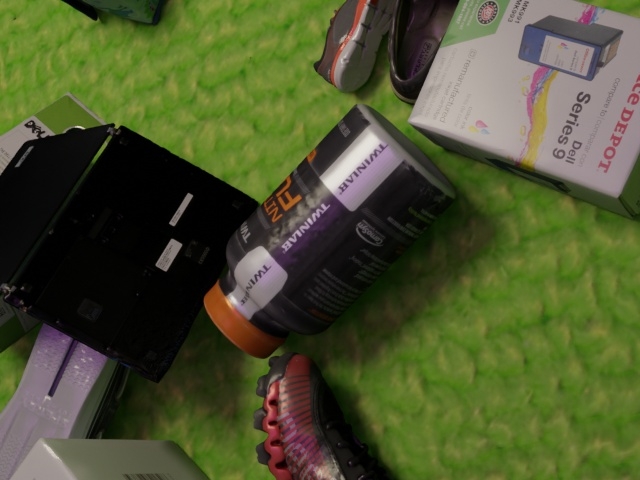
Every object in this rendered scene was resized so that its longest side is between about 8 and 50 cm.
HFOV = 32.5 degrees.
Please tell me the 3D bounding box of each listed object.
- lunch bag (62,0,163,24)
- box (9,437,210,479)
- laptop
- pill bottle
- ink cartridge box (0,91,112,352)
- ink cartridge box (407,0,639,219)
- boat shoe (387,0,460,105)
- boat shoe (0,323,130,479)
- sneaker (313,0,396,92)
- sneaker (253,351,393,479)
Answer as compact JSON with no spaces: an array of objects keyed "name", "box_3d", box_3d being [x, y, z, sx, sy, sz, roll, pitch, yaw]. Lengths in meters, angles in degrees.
[{"name":"lunch bag","box_3d":[-0.264,-0.309,1.235,0.151,0.129,0.096,21,89,28]},{"name":"box","box_3d":[-0.247,0.372,1.041,0.168,0.215,0.345,41,100,27]},{"name":"laptop","box_3d":[-0.240,0.010,1.131,0.264,0.136,0.234,29,58,-4]},{"name":"pill bottle","box_3d":[0.000,0.000,1.039,0.246,0.130,0.130,-46,64,11]},{"name":"ink cartridge box","box_3d":[-0.323,-0.026,1.238,0.255,0.097,0.189,-39,60,-23]},{"name":"ink cartridge box","box_3d":[0.209,-0.131,0.982,0.212,0.093,0.154,25,91,27]},{"name":"boat shoe","box_3d":[0.113,-0.243,1.055,0.080,0.073,0.223,14,89,10]},{"name":"boat shoe","box_3d":[-0.276,0.209,1.145,0.121,0.119,0.335,30,87,21]},{"name":"sneaker","box_3d":[0.038,-0.230,1.109,0.065,0.061,0.158,29,91,38]},{"name":"sneaker","box_3d":[0.024,0.228,1.001,0.135,0.097,0.276,-20,74,22]}]
